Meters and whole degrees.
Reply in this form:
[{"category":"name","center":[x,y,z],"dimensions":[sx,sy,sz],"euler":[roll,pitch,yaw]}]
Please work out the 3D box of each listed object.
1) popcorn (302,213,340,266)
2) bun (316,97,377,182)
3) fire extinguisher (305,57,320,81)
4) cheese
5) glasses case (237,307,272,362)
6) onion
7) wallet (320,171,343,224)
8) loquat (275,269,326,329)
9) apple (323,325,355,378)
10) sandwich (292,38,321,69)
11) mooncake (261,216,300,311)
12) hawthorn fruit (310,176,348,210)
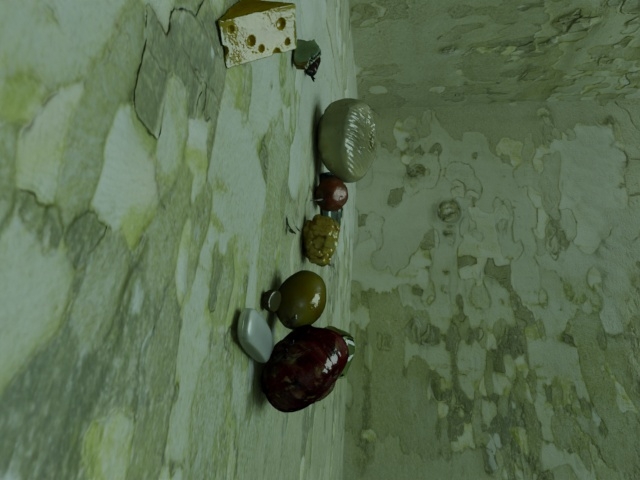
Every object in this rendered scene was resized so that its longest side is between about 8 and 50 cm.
[{"category":"popcorn","center":[0.000,-0.006,1.587],"dimensions":[0.163,0.140,0.194],"euler":[87,16,-74]},{"category":"bun","center":[0.101,-0.432,1.860],"dimensions":[0.326,0.235,0.361],"euler":[-6,99,-61]},{"category":"fire extinguisher","center":[-0.034,-0.661,1.614],"dimensions":[0.078,0.045,0.157],"euler":[50,33,-30]},{"category":"cheese","center":[-0.145,-0.420,0.871],"dimensions":[0.171,0.126,0.093],"euler":[-53,153,-43]},{"category":"glasses case","center":[-0.145,0.217,0.969],"dimensions":[0.197,0.050,0.076],"euler":[76,18,-57]},{"category":"onion","center":[-0.044,0.327,1.113],"dimensions":[0.246,0.190,0.246],"euler":[-42,157,-22]},{"category":"wallet","center":[0.055,-0.148,2.061],"dimensions":[0.252,0.083,0.359],"euler":[-41,132,-70]},{"category":"loquat","center":[-0.057,0.170,1.205],"dimensions":[0.195,0.152,0.152],"euler":[-51,144,-49]},{"category":"apple","center":[0.055,0.472,1.825],"dimensions":[0.207,0.174,0.188],"euler":[13,98,-82]},{"category":"sandwich","center":[-0.045,-0.603,1.393],"dimensions":[0.035,0.093,0.104],"euler":[84,12,-72]},{"category":"mooncake","center":[-0.101,0.050,1.207],"dimensions":[0.346,0.057,0.150],"euler":[-67,153,-62]},{"category":"hawthorn fruit","center":[0.044,-0.181,1.801],"dimensions":[0.189,0.149,0.149],"euler":[-76,163,-55]}]
